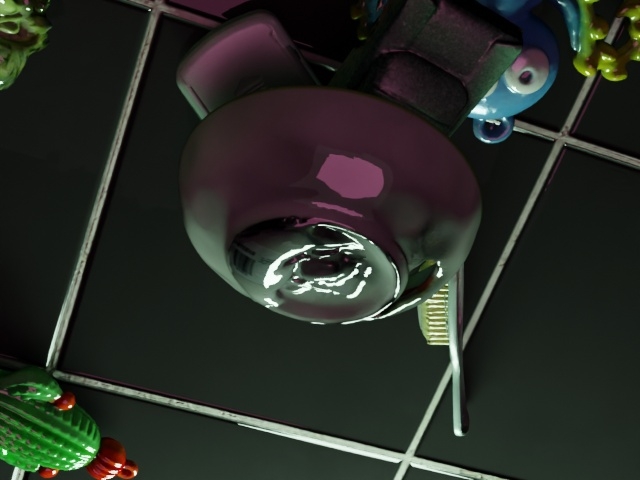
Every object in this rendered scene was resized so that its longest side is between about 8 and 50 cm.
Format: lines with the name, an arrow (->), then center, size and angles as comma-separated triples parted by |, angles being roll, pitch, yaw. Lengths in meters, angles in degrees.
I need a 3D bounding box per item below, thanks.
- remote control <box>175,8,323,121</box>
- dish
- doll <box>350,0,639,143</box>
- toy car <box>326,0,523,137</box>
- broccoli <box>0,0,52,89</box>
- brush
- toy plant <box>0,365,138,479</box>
remote control -> -0.040, -0.117, 1.200 | 0.140, 0.056, 0.296 | -33, 114, 7
dish -> 0.000, 0.000, 1.075 | 0.324, 0.124, 0.324 | 7, 142, 6
doll -> 0.203, -0.254, 1.120 | 0.346, 0.098, 0.341 | -8, 126, -4
toy car -> 0.061, -0.124, 1.097 | 0.141, 0.097, 0.320 | 26, 124, -19
broccoli -> -0.378, -0.268, 0.987 | 0.248, 0.245, 0.288 | -34, 110, 21
brush -> 0.157, 0.130, 1.346 | 0.060, 0.068, 0.296 | 2, 120, 15
toy plant -> -0.356, 0.246, 1.339 | 0.155, 0.088, 0.240 | -18, 128, 17
